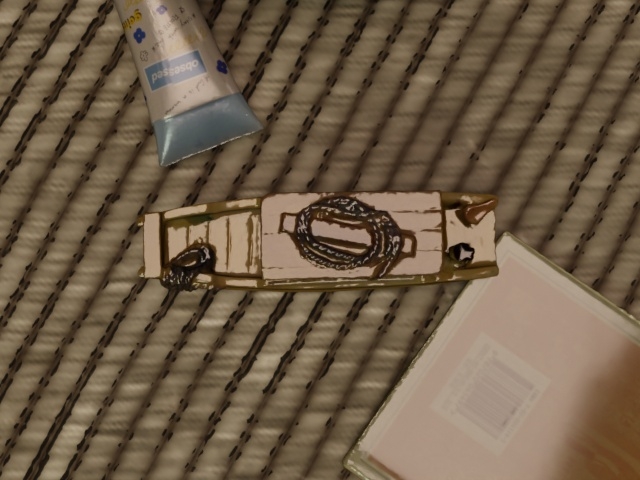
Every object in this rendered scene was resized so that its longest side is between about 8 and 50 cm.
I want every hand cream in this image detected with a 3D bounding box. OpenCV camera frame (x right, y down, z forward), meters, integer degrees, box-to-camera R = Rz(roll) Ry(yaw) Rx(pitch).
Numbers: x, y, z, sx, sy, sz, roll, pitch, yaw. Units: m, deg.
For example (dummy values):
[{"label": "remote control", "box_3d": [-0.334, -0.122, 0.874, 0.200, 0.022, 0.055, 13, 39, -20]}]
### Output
[{"label": "hand cream", "box_3d": [-0.094, -0.133, 0.509, 0.065, 0.043, 0.170, -21, 91, 0]}]

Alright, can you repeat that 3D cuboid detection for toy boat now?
[{"label": "toy boat", "box_3d": [0.000, 0.000, 0.480, 0.200, 0.077, 0.057, -2, 87, 0]}]

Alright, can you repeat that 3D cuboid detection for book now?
[{"label": "book", "box_3d": [0.158, 0.129, 0.502, 0.242, 0.018, 0.170, 36, 88, 3]}]
